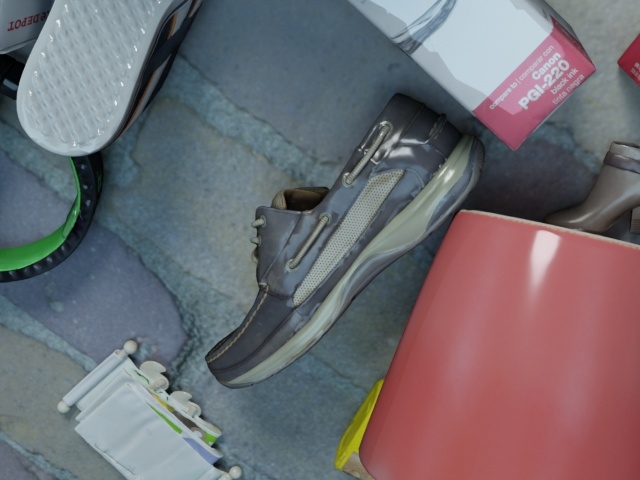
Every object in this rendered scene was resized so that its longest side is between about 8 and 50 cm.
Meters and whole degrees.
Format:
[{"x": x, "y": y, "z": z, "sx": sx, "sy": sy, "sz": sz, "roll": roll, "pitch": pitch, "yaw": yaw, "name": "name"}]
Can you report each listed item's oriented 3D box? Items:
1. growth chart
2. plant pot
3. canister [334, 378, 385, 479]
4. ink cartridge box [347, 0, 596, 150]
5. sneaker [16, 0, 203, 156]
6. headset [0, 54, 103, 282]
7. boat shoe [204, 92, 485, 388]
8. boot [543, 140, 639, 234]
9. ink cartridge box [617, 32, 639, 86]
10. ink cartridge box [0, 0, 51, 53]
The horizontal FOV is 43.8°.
[{"x": -0.206, "y": 0.240, "z": 0.975, "sx": 0.172, "sy": 0.021, "sz": 0.237, "roll": -31, "pitch": 107, "yaw": 20, "name": "growth chart"}, {"x": 0.190, "y": 0.109, "z": 0.712, "sx": 0.274, "sy": 0.275, "sz": 0.243, "roll": 13, "pitch": 93, "yaw": 2, "name": "plant pot"}, {"x": 0.115, "y": 0.243, "z": 0.898, "sx": 0.170, "sy": 0.073, "sz": 0.126, "roll": 27, "pitch": 116, "yaw": -2, "name": "canister"}, {"x": 0.106, "y": -0.196, "z": 0.644, "sx": 0.218, "sy": 0.158, "sz": 0.092, "roll": 38, "pitch": 116, "yaw": -10, "name": "ink cartridge box"}, {"x": -0.165, "y": -0.226, "z": 0.703, "sx": 0.126, "sy": 0.127, "sz": 0.321, "roll": 30, "pitch": 91, "yaw": -12, "name": "sneaker"}, {"x": -0.413, "y": -0.086, "z": 0.763, "sx": 0.394, "sy": 0.185, "sz": 0.243, "roll": 25, "pitch": 116, "yaw": -16, "name": "headset"}, {"x": 0.000, "y": 0.000, "z": 0.785, "sx": 0.130, "sy": 0.132, "sz": 0.355, "roll": 45, "pitch": 105, "yaw": -2, "name": "boat shoe"}, {"x": 0.276, "y": -0.051, "z": 0.756, "sx": 0.118, "sy": 0.042, "sz": 0.087, "roll": 3, "pitch": 109, "yaw": 6, "name": "boot"}, {"x": 0.357, "y": -0.168, "z": 0.636, "sx": 0.128, "sy": 0.127, "sz": 0.176, "roll": 32, "pitch": 115, "yaw": -6, "name": "ink cartridge box"}, {"x": -0.264, "y": -0.273, "z": 0.676, "sx": 0.082, "sy": 0.140, "sz": 0.191, "roll": 21, "pitch": 116, "yaw": 0, "name": "ink cartridge box"}]
